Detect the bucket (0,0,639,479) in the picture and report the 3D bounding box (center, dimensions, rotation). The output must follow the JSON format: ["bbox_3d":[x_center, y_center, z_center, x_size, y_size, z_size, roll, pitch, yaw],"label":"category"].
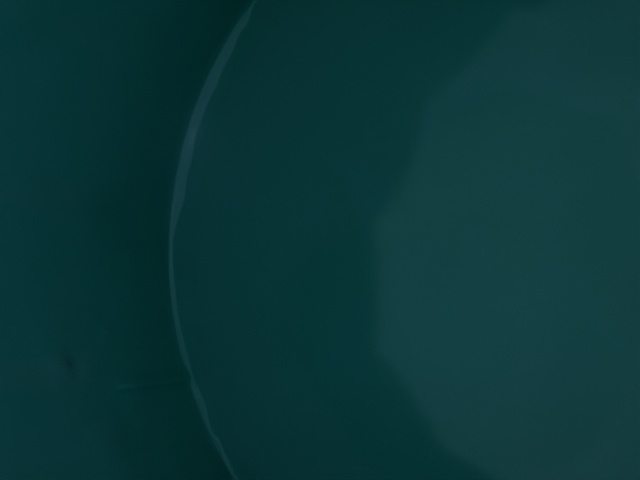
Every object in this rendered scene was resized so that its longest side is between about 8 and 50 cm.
[{"bbox_3d":[0.000,0.000,0.392,0.281,0.183,0.281,0,-90,31],"label":"bucket"}]
